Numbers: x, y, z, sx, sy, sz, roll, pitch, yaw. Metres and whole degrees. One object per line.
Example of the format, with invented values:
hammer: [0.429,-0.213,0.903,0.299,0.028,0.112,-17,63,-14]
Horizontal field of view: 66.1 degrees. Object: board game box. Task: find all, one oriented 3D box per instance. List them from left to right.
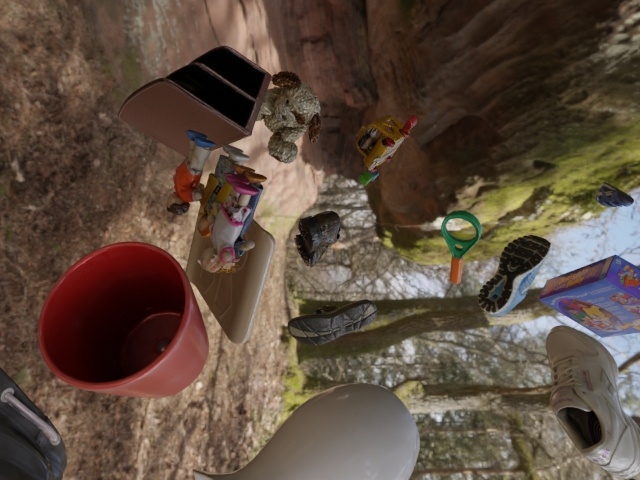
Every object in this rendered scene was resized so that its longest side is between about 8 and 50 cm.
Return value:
board game box: [0.822,0.171,1.404,0.078,0.233,0.347,-58,176,-16]

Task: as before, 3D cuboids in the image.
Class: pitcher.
pitcher: [0.010,0.238,0.464,0.178,0.207,0.125,40,-42,40]

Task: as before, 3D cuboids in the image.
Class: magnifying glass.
magnifying glass: [0.338,0.020,1.200,0.026,0.092,0.231,-54,149,-39]

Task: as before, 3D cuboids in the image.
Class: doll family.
doll family: [-0.143,-0.043,0.745,0.263,0.118,0.163,47,-60,45]

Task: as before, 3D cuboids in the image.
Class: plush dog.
plush dog: [-0.089,-0.395,1.499,0.210,0.225,0.262,-48,113,-31]

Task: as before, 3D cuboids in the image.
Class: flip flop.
flip flop: [0.035,0.238,1.510,0.080,0.277,0.112,-109,180,-62]

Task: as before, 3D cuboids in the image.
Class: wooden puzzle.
wooden puzzle: [-0.240,0.053,1.331,0.348,0.080,0.322,38,-62,43]

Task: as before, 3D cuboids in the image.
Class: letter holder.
letter holder: [-0.291,-0.316,1.082,0.302,0.214,0.152,-4,-115,52]

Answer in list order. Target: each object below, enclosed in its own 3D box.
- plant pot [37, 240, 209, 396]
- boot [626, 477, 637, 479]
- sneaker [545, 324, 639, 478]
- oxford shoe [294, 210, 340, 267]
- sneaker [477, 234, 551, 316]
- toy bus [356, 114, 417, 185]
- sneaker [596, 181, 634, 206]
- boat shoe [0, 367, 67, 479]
plant pot: [-0.341,0.176,0.941,0.243,0.275,0.275,78,10,-59]
boot: [0.804,0.581,1.062,0.190,0.076,0.208,62,-41,31]
sneaker: [0.501,0.281,0.941,0.114,0.152,0.305,-49,-152,34]
oxford shoe: [0.000,0.000,1.066,0.083,0.096,0.227,63,-17,10]
sneaker: [0.328,0.061,0.830,0.063,0.162,0.073,38,-3,41]
toy bus: [0.146,-0.258,1.282,0.191,0.104,0.202,-47,172,-7]
sneaker: [0.805,-0.113,1.349,0.059,0.053,0.144,-60,-177,21]
boat shoe: [-0.324,0.096,0.372,0.335,0.112,0.095,59,12,-14]
